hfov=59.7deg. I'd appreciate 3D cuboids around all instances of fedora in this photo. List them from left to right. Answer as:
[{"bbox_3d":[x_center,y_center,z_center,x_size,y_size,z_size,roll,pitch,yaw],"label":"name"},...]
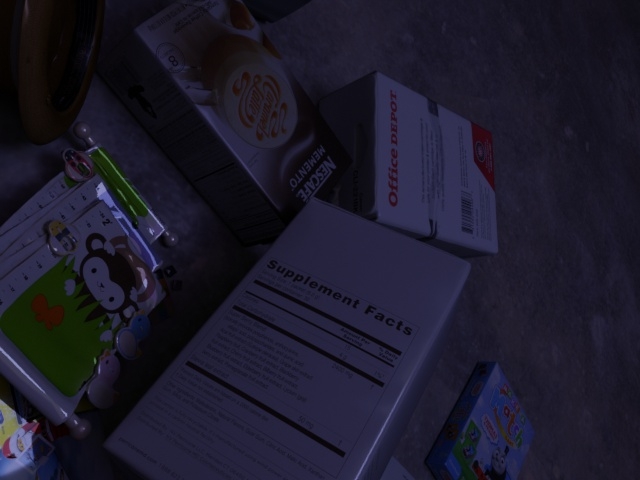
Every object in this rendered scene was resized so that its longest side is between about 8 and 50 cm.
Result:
[{"bbox_3d":[-0.235,-0.178,0.453,0.079,0.194,0.194,13,69,-10],"label":"fedora"}]

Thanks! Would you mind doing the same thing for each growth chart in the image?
[{"bbox_3d":[-0.198,0.027,0.472,0.172,0.021,0.237,53,32,-31],"label":"growth chart"}]

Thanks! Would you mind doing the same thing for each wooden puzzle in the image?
[{"bbox_3d":[-0.170,0.058,0.548,0.083,0.006,0.049,-22,96,-44],"label":"wooden puzzle"}]

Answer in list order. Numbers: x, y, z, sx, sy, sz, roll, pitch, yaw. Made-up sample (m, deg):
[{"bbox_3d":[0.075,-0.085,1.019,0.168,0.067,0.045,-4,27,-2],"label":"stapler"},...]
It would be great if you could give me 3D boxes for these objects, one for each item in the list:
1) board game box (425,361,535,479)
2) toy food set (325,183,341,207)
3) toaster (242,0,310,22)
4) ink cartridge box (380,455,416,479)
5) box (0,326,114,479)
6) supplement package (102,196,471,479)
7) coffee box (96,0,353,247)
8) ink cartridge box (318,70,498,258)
[{"bbox_3d":[0.256,0.319,0.866,0.211,0.039,0.160,-45,111,-41],"label":"board game box"},{"bbox_3d":[0.000,0.000,0.661,0.078,0.019,0.122,-40,148,-41],"label":"toy food set"},{"bbox_3d":[-0.051,-0.364,0.648,0.110,0.168,0.185,12,71,-42],"label":"toaster"},{"bbox_3d":[0.020,0.320,0.581,0.127,0.128,0.176,51,51,-22],"label":"ink cartridge box"},{"bbox_3d":[-0.239,0.197,0.416,0.159,0.044,0.233,-11,88,-48],"label":"box"},{"bbox_3d":[-0.010,0.137,0.510,0.293,0.175,0.177,-52,156,-34],"label":"supplement package"},{"bbox_3d":[-0.092,-0.132,0.602,0.246,0.098,0.141,52,51,-22],"label":"coffee box"},{"bbox_3d":[0.128,-0.088,0.789,0.273,0.114,0.197,13,72,-42],"label":"ink cartridge box"}]
